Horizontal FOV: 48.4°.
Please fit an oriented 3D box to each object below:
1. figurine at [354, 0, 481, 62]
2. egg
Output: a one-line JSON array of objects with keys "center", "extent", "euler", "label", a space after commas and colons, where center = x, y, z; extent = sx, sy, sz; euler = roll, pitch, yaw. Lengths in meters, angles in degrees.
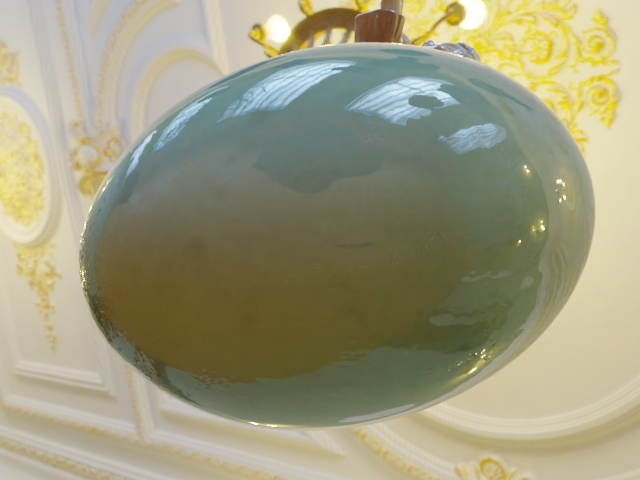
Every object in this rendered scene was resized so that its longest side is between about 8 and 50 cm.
[{"center": [0.162, -0.266, 1.080], "extent": [0.162, 0.237, 0.141], "euler": [19, -85, 62], "label": "figurine"}, {"center": [0.000, 0.000, 0.535], "extent": [0.389, 0.276, 0.276], "euler": [-9, -84, 21], "label": "egg"}]
